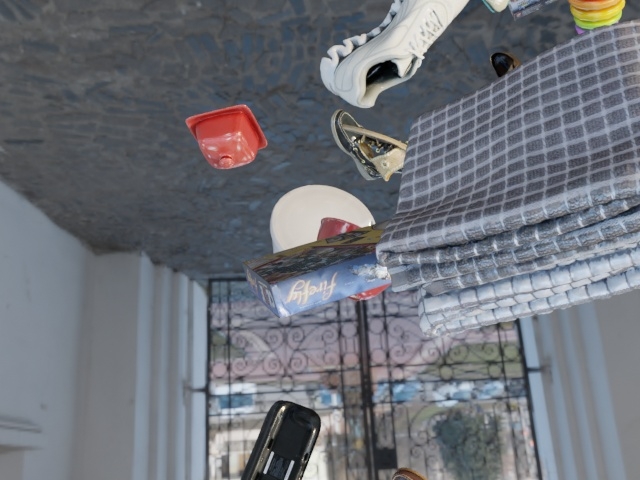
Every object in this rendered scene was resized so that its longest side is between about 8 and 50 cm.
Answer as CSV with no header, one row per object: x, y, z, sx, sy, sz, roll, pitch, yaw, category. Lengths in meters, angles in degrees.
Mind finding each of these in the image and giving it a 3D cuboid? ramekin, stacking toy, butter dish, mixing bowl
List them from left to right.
-0.220,-0.221,1.596,0.160,0.118,0.160,-11,147,11,butter dish
0.000,0.000,1.726,0.273,0.272,0.127,0,143,-11,ramekin
0.056,0.046,1.230,0.182,0.098,0.181,29,167,7,mixing bowl
0.721,-0.590,1.767,0.175,0.165,0.301,6,140,26,stacking toy

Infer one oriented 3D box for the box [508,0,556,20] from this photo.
0.609,-0.701,1.858,0.207,0.114,0.036,-22,164,14,box

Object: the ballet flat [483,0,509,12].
0.377,-0.669,1.654,0.248,0.086,0.086,45,148,-5,ballet flat

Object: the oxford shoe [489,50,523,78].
0.501,-0.394,1.697,0.096,0.227,0.082,4,129,-49,oxford shoe

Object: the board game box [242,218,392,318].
0.040,0.023,0.831,0.244,0.042,0.165,-16,-169,-14,board game box

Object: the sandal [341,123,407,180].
0.140,-0.142,1.227,0.240,0.079,0.088,17,-172,12,sandal

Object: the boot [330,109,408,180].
0.147,-0.243,1.706,0.179,0.085,0.236,4,145,41,boot

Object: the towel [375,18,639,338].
0.192,-0.061,0.625,0.284,0.235,0.121,-19,131,33,towel

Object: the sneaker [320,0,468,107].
0.140,-0.320,1.078,0.292,0.118,0.110,-41,132,7,sneaker

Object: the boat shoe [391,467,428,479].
0.240,0.598,1.520,0.073,0.207,0.073,-19,141,-56,boat shoe

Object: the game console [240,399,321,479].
-0.086,0.428,1.037,0.213,0.361,0.044,12,162,32,game console
